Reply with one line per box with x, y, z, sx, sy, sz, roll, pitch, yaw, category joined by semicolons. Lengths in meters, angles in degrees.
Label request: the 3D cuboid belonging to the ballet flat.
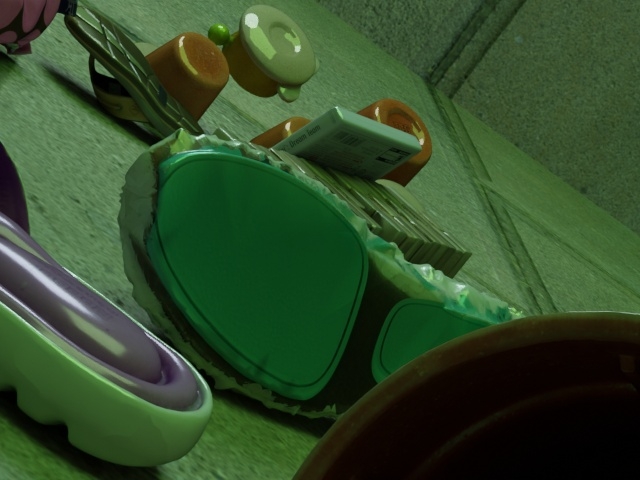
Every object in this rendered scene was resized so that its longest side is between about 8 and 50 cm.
-0.004;0.055;1.302;0.409;0.147;0.147;32;12;-39;ballet flat

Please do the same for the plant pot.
0.139;0.186;0.848;0.272;0.272;0.265;42;5;24;plant pot

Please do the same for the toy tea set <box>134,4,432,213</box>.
-0.039;-0.091;1.831;0.336;0.124;0.200;37;40;-20;toy tea set

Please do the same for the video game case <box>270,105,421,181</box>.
-0.008;-0.053;1.607;0.157;0.143;0.019;13;48;-64;video game case

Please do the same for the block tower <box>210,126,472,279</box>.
0.000;0.000;1.544;0.091;0.097;0.335;42;10;24;block tower

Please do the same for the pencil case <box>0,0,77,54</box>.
-0.263;-0.187;1.508;0.095;0.098;0.209;7;8;13;pencil case

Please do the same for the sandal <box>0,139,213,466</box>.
-0.213;-0.043;1.034;0.416;0.102;0.169;37;11;0;sandal

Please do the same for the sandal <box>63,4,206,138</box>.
-0.158;-0.120;1.673;0.180;0.049;0.072;49;14;-15;sandal
